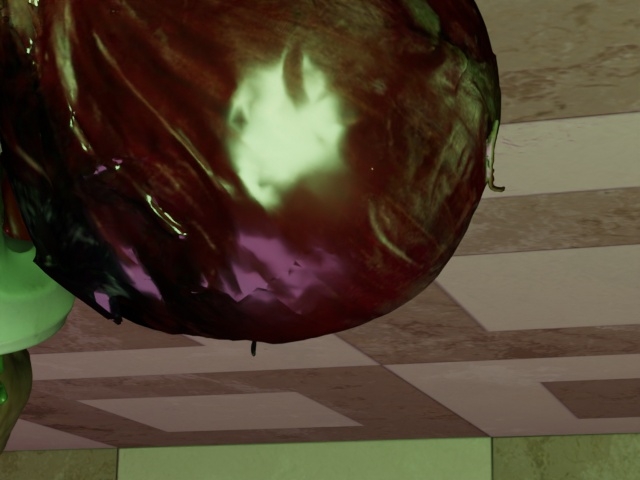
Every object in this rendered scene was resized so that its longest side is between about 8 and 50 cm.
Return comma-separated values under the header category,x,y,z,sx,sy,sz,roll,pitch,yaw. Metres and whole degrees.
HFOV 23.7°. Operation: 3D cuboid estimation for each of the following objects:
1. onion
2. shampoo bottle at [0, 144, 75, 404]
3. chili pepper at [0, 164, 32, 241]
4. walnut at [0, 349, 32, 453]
category,x,y,z,sx,sy,sz,roll,pitch,yaw
onion,-0.038,-0.056,0.706,0.281,0.221,0.281,29,170,6
shampoo bottle,-0.193,-0.012,0.826,0.118,0.234,0.087,-4,-154,-12
chili pepper,-0.131,-0.030,0.937,0.338,0.131,0.134,0,125,11
walnut,-0.363,0.094,1.233,0.227,0.273,0.273,-35,158,6
